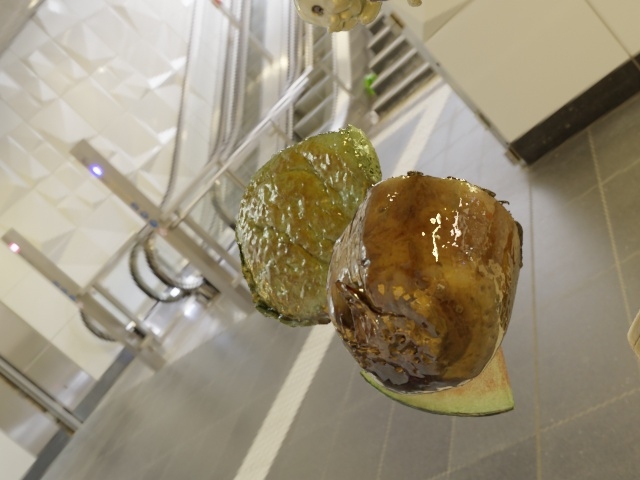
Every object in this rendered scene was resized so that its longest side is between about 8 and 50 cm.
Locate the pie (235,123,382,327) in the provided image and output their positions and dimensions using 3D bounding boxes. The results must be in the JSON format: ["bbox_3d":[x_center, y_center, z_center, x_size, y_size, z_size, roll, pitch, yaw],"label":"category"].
[{"bbox_3d":[-0.010,-0.024,1.429,0.395,0.417,0.181,4,10,42],"label":"pie"}]

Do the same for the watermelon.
[{"bbox_3d":[0.272,0.182,1.244,0.283,0.250,0.292,-27,-30,-53],"label":"watermelon"}]

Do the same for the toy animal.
[{"bbox_3d":[0.082,-0.573,1.477,0.289,0.174,0.249,-19,-19,-17],"label":"toy animal"}]

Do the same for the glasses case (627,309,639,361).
[{"bbox_3d":[0.614,0.060,1.066,0.076,0.144,0.336,-93,15,-58],"label":"glasses case"}]

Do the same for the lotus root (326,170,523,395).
[{"bbox_3d":[0.122,0.070,0.858,0.272,0.272,0.192,-34,20,39],"label":"lotus root"}]
